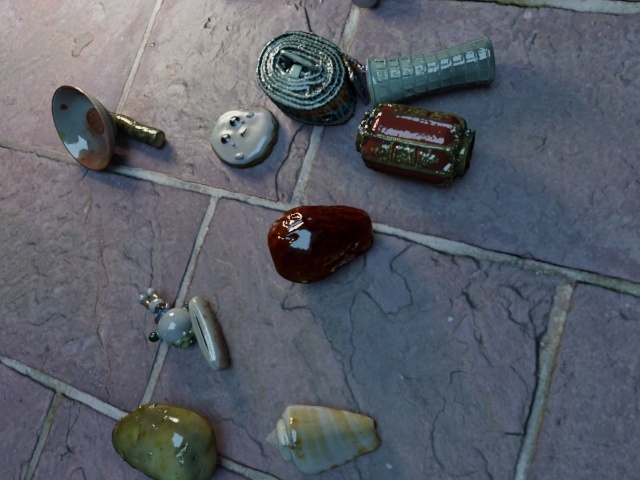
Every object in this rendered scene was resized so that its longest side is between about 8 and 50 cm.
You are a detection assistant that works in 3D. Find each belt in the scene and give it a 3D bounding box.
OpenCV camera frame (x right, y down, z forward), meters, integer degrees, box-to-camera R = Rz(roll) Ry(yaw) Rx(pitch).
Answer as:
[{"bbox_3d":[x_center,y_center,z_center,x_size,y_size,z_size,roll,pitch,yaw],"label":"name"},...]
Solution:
[{"bbox_3d":[-0.032,-0.427,1.227,0.295,0.160,0.207,38,91,21],"label":"belt"}]

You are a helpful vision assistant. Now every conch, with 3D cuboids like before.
[{"bbox_3d":[-0.003,0.446,1.041,0.254,0.127,0.159,-15,73,13],"label":"conch"}]

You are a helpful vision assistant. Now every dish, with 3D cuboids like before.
[{"bbox_3d":[-0.708,-0.353,1.426,0.260,0.085,0.261,16,124,25],"label":"dish"}]

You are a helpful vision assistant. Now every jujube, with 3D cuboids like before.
[{"bbox_3d":[0.000,0.000,1.128,0.255,0.190,0.190,-13,74,-3],"label":"jujube"}]

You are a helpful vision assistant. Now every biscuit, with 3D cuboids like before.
[{"bbox_3d":[-0.226,-0.300,1.321,0.208,0.049,0.181,9,80,17],"label":"biscuit"}]

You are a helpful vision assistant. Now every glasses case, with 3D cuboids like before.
[{"bbox_3d":[-0.292,0.242,1.204,0.051,0.081,0.204,-28,73,8],"label":"glasses case"}]

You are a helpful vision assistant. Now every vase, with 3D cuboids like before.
[{"bbox_3d":[0.270,-0.416,1.146,0.298,0.143,0.143,-10,75,13],"label":"vase"}]

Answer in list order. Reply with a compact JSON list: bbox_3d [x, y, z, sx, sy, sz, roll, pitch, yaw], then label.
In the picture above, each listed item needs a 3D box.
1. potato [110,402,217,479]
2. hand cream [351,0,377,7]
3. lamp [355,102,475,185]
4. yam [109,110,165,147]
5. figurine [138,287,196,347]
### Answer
[{"bbox_3d":[-0.387,0.502,1.145,0.295,0.141,0.192,5,96,17],"label":"potato"},{"bbox_3d":[0.140,-0.782,1.304,0.133,0.083,0.248,0,69,15],"label":"hand cream"},{"bbox_3d":[0.224,-0.230,1.105,0.273,0.177,0.177,16,83,18],"label":"lamp"},{"bbox_3d":[-0.592,-0.353,1.441,0.252,0.061,0.061,23,86,21],"label":"yam"},{"bbox_3d":[-0.409,0.210,1.244,0.197,0.094,0.147,35,68,29],"label":"figurine"}]
